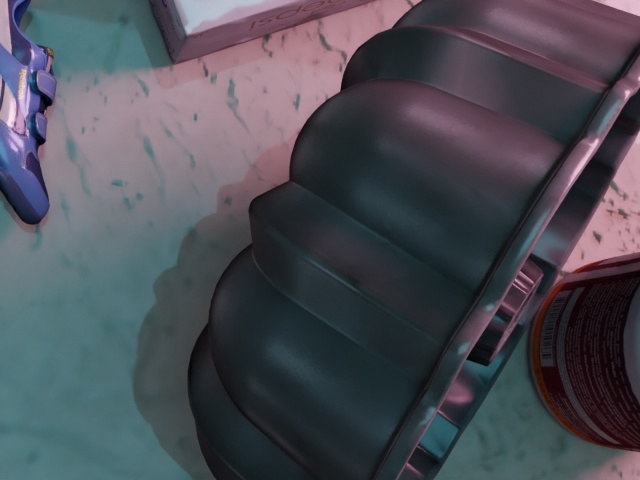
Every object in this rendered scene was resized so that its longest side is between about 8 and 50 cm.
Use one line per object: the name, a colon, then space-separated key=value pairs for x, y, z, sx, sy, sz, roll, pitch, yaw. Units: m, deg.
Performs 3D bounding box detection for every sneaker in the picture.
sneaker: x=-0.175 y=-0.081 z=0.735 sx=0.059 sy=0.053 sz=0.144 roll=-17 pitch=89 yaw=-16

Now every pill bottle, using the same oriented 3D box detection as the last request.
pill bottle: x=0.209 y=0.061 z=0.717 sx=0.121 sy=0.221 sz=0.121 roll=1 pitch=84 yaw=-12

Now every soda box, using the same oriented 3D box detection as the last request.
soda box: x=0.004 y=-0.175 z=0.772 sx=0.216 sy=0.074 sz=0.069 roll=-21 pitch=89 yaw=-13

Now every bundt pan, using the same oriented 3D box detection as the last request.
bundt pan: x=0.048 y=0.008 z=0.651 sx=0.124 sy=0.331 sz=0.331 roll=32 pitch=78 yaw=12

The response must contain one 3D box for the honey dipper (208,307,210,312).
honey dipper: x=0.000 y=0.000 z=0.779 sx=0.161 sy=0.030 sz=0.030 roll=-42 pitch=94 yaw=-17
